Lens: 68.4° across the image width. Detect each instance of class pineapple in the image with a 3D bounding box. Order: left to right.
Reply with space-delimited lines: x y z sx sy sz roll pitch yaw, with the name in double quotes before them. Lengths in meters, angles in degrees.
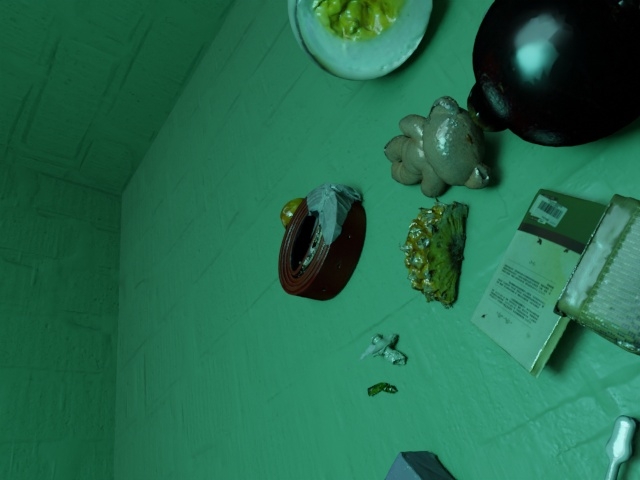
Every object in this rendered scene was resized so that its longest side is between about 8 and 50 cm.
"pineapple" 0.226 0.016 0.971 0.080 0.135 0.233 1 79 53

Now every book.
"book" 0.371 0.059 0.807 0.289 0.026 0.201 -66 18 11

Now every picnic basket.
"picnic basket" 0.421 0.053 0.598 0.139 0.267 0.165 30 103 35

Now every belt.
"belt" 0.000 0.000 1.279 0.227 0.115 0.323 24 95 52

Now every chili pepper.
"chili pepper" 0.137 0.332 1.054 0.083 0.022 0.027 -26 24 45

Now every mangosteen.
"mangosteen" 0.378 -0.290 0.773 0.314 0.297 0.296 -19 62 43

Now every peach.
"peach" -0.070 -0.078 1.419 0.101 0.101 0.100 -23 59 45

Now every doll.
"doll" 0.258 -0.204 1.045 0.201 0.156 0.303 65 164 -11

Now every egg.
"egg" 0.088 -0.634 1.246 0.354 0.355 0.339 -52 25 25

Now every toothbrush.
"toothbrush" 0.387 0.453 0.671 0.042 0.040 0.417 14 87 51

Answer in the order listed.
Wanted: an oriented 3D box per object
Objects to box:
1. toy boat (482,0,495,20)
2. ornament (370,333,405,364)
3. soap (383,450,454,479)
"toy boat" 0.444 -0.492 0.941 0.261 0.078 0.085 -8 55 48
"ornament" 0.148 0.242 1.058 0.068 0.041 0.092 -29 39 15
"soap" 0.192 0.581 0.818 0.285 0.107 0.296 34 104 50
